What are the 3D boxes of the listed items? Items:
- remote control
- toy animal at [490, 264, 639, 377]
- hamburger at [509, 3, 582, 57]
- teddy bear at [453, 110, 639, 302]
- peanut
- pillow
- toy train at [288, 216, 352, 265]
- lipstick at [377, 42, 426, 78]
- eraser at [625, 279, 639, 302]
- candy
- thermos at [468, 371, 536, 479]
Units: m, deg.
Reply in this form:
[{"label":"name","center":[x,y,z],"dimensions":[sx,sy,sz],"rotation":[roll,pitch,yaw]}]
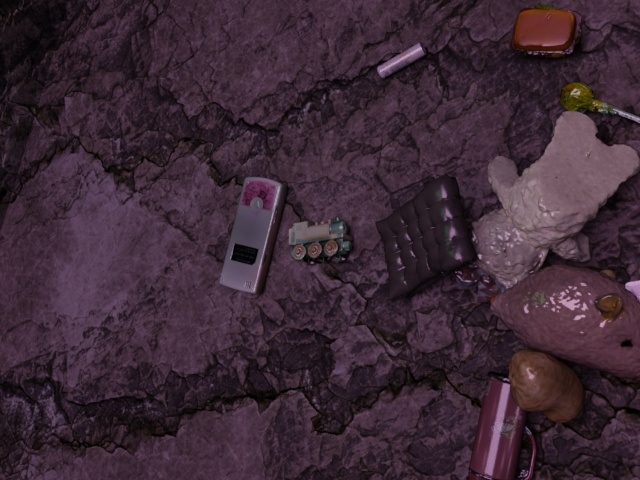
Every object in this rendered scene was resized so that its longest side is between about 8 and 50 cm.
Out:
[{"label":"remote control","center":[-0.199,-0.018,2.178],"dimensions":[0.145,0.050,0.344],"rotation":[14,88,30]},{"label":"toy animal","center":[0.561,0.161,1.632],"dimensions":[0.358,0.188,0.226],"rotation":[13,120,16]},{"label":"hamburger","center":[0.565,-0.519,1.821],"dimensions":[0.166,0.087,0.137],"rotation":[14,88,28]},{"label":"teddy bear","center":[0.515,-0.062,1.757],"dimensions":[0.327,0.362,0.375],"rotation":[40,61,8]},{"label":"peanut","center":[0.504,0.328,1.630],"dimensions":[0.137,0.253,0.122],"rotation":[-44,37,21]},{"label":"pillow","center":[0.259,0.002,1.822],"dimensions":[0.326,0.101,0.228],"rotation":[-37,61,56]},{"label":"toy train","center":[0.000,0.000,2.053],"dimensions":[0.194,0.081,0.125],"rotation":[-9,73,29]},{"label":"lipstick","center":[0.224,-0.498,2.031],"dimensions":[0.141,0.040,0.040],"rotation":[-27,70,23]},{"label":"eraser","center":[0.748,0.118,1.653],"dimensions":[0.105,0.026,0.065],"rotation":[-10,74,27]},{"label":"candy","center":[0.694,-0.307,1.737],"dimensions":[0.262,0.077,0.073],"rotation":[28,98,21]},{"label":"thermos","center":[0.429,0.487,1.732],"dimensions":[0.109,0.136,0.330],"rotation":[7,85,63]}]
